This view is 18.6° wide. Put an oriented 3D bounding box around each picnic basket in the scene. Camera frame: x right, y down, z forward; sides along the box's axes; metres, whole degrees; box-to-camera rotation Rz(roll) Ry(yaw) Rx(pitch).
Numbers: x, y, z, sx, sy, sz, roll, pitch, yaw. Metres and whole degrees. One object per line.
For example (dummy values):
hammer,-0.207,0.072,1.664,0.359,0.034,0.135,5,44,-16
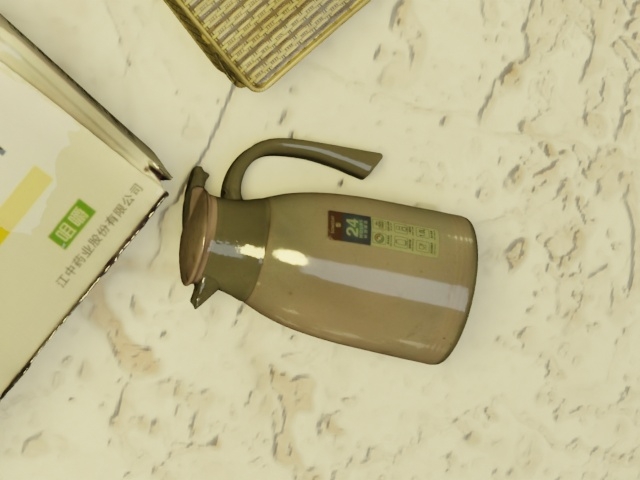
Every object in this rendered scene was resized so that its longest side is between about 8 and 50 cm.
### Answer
picnic basket,-0.054,-0.187,1.256,0.115,0.079,0.164,-42,112,-4

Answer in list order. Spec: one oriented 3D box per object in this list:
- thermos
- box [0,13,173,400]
thermos,0.000,0.000,1.323,0.193,0.105,0.137,12,74,-14
box,-0.262,0.019,1.209,0.173,0.145,0.333,39,91,-24
